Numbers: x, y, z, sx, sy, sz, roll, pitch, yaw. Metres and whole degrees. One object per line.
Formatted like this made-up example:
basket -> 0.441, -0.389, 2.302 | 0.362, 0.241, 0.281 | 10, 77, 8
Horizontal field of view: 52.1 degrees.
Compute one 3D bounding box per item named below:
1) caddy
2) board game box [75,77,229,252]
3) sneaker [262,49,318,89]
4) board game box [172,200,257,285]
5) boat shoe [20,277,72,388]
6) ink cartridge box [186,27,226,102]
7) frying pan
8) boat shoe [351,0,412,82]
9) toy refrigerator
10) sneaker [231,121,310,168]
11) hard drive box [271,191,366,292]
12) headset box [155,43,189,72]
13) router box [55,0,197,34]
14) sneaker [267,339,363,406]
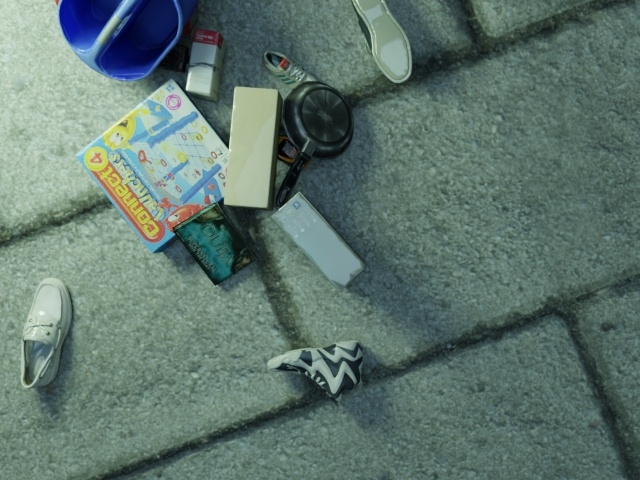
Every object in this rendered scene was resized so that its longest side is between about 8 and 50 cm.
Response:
caddy -> -0.428, -0.503, 1.446 | 0.241, 0.179, 0.341 | 39, 135, -20
board game box -> -0.377, -0.179, 1.603 | 0.302, 0.086, 0.308 | -38, 91, 2
sneaker -> -0.075, -0.409, 1.591 | 0.161, 0.075, 0.057 | 35, 93, 1
board game box -> -0.254, 0.009, 1.590 | 0.126, 0.026, 0.186 | -32, 121, 0
boat shoe -> -0.686, 0.232, 1.621 | 0.098, 0.096, 0.276 | 7, 92, 2
ink cartridge box -> -0.275, -0.419, 1.579 | 0.063, 0.109, 0.150 | 10, 92, 0
frying pan -> -0.040, -0.251, 1.537 | 0.326, 0.053, 0.197 | -44, 104, -28
boat shoe -> 0.146, -0.493, 1.581 | 0.095, 0.079, 0.254 | -30, 89, 5
toy refrigerator -> -0.152, -0.208, 1.513 | 0.102, 0.094, 0.269 | 4, 88, 4
sneaker -> -0.120, -0.247, 1.596 | 0.215, 0.083, 0.084 | 28, 94, 2
hard drive box -> 0.000, 0.000, 1.552 | 0.089, 0.181, 0.232 | -43, 90, 3
headset box -> -0.366, -0.453, 1.620 | 0.083, 0.032, 0.062 | 12, 92, 3
router box -> -0.455, -0.652, 1.495 | 0.336, 0.301, 0.082 | 13, 51, 2
sneaker -> -0.005, 0.337, 1.605 | 0.235, 0.094, 0.152 | -9, 83, -8
